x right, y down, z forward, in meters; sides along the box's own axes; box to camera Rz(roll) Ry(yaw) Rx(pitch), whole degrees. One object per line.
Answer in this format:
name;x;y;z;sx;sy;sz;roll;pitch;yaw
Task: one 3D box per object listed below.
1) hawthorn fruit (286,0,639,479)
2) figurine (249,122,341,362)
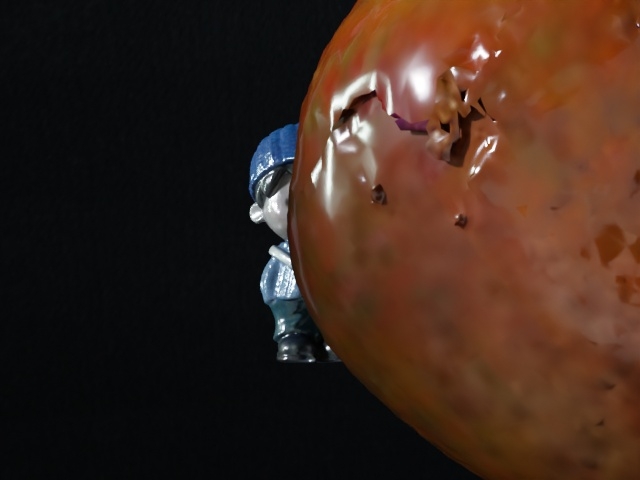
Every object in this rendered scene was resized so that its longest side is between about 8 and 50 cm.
hawthorn fruit;0.153;0.004;0.439;0.307;0.276;0.276;47;-73;13
figurine;0.000;0.000;0.751;0.086;0.087;0.149;-2;-96;-1
